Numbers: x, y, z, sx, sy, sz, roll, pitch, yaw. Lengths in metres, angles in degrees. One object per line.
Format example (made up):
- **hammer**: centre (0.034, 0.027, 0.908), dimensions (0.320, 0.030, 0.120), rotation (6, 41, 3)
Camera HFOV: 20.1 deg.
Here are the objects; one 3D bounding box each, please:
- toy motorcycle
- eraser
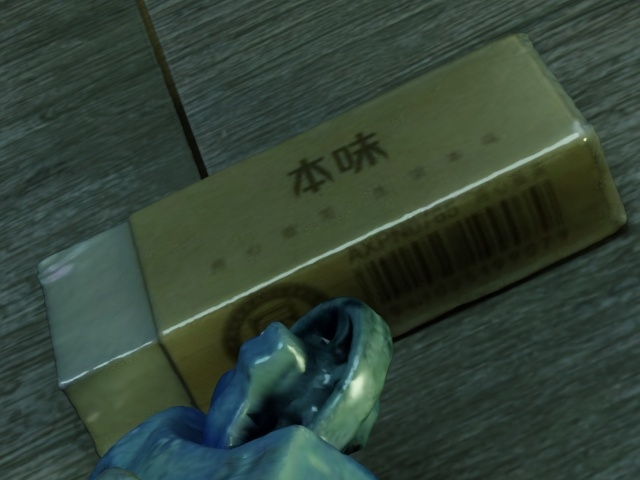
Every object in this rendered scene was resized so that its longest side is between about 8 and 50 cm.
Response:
- **toy motorcycle**: centre (-0.073, 0.174, 0.829), dimensions (0.241, 0.182, 0.319), rotation (-12, 40, 18)
- **eraser**: centre (0.000, 0.000, 1.090), dimensions (0.343, 0.078, 0.144), rotation (-25, 35, 1)
